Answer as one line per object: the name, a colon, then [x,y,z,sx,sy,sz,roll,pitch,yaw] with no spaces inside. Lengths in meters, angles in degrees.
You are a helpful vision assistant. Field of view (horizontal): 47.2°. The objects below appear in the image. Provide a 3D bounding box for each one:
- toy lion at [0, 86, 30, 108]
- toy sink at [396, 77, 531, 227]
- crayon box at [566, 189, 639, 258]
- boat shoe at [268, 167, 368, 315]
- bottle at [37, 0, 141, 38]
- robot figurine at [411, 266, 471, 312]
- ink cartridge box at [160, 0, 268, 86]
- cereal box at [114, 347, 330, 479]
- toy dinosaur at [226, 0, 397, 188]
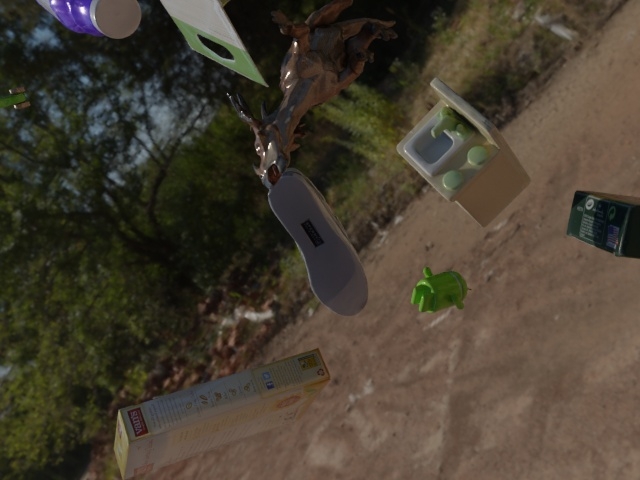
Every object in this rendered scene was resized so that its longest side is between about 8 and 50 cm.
toy lion: [-0.515,-0.206,1.126,0.100,0.034,0.096,-7,19,19]
toy sink: [0.234,-0.141,1.248,0.131,0.152,0.234,-46,-32,8]
crayon box: [0.574,-0.012,1.127,0.202,0.319,0.081,-109,27,-80]
boat shoe: [0.000,0.000,1.216,0.096,0.267,0.088,-29,16,17]
bottle: [-0.351,-0.371,1.101,0.118,0.092,0.283,-40,43,-9]
robot figurine: [0.226,0.096,1.376,0.101,0.115,0.067,45,140,44]
ink cartridge box: [-0.140,-0.290,0.805,0.056,0.235,0.171,-48,50,-9]
cereal box: [-0.121,0.209,0.877,0.047,0.240,0.173,67,154,23]
toy dinosaur: [-0.016,-0.223,0.964,0.200,0.127,0.295,-46,6,48]
